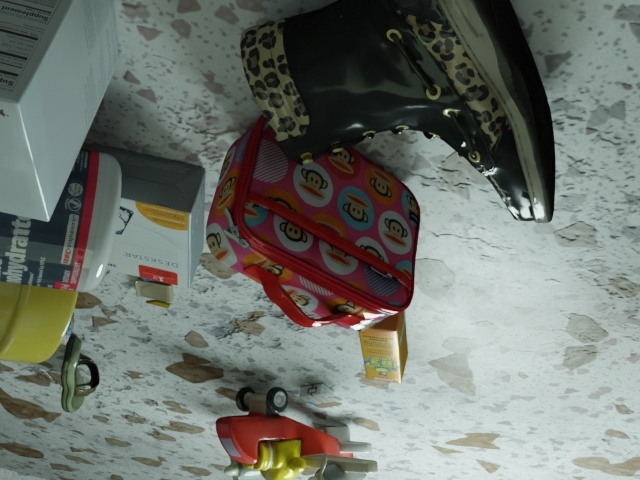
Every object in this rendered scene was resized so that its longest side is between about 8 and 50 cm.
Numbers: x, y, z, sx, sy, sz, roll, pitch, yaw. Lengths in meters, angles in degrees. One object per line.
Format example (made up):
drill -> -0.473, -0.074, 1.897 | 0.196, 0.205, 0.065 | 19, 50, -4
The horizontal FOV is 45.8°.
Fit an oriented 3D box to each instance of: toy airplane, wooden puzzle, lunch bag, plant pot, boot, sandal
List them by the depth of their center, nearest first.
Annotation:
boot -> 0.105, -0.147, 0.885 | 0.284, 0.138, 0.377 | -11, 137, 28
lunch bag -> -0.006, -0.009, 1.016 | 0.293, 0.258, 0.120 | 28, 144, -25
plant pot -> -0.527, 0.051, 1.161 | 0.239, 0.254, 0.254 | 14, 151, -36
wooden puzzle -> -0.328, 0.098, 1.497 | 0.079, 0.014, 0.116 | 11, 147, -9
sandal -> -0.581, 0.335, 1.841 | 0.086, 0.120, 0.303 | 4, 149, -15
toy airplane -> -0.061, 0.541, 1.842 | 0.384, 0.272, 0.386 | 13, 155, 6

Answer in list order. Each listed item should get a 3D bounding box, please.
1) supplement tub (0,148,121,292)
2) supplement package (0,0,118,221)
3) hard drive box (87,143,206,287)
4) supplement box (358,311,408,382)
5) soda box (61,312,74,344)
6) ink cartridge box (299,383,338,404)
supplement tub -> -0.407, -0.042, 0.974 | 0.272, 0.191, 0.191 | 10, 149, -20
supplement package -> -0.361, -0.198, 0.831 | 0.198, 0.262, 0.199 | 12, 146, -2
hard drive box -> -0.283, -0.033, 1.216 | 0.181, 0.089, 0.232 | 12, 147, -1
supplement box -> 0.122, 0.190, 1.445 | 0.078, 0.080, 0.233 | 5, 149, 13
soda box -> -0.635, 0.170, 1.652 | 0.183, 0.058, 0.063 | 16, 147, -8
ink cartridge box -> -0.002, 0.360, 1.780 | 0.083, 0.028, 0.048 | -17, 139, 36
